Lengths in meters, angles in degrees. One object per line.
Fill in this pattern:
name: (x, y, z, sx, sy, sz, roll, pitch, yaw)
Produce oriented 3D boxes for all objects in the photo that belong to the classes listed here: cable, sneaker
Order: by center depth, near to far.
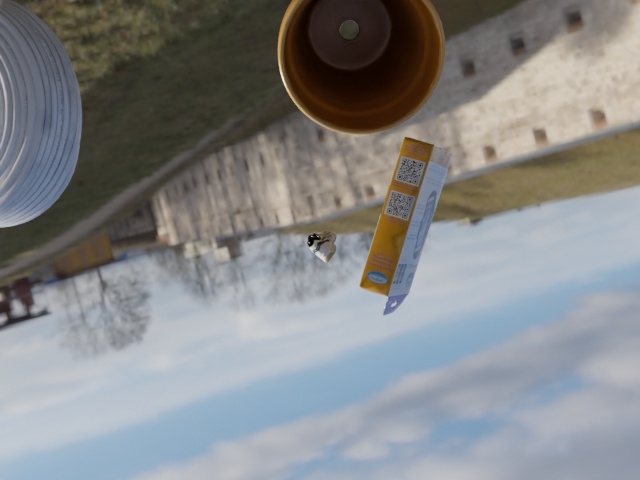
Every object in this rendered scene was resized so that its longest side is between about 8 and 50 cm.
cable: (-0.380, -0.140, 1.142, 0.257, 0.257, 0.089, 20, -172, 22)
sneaker: (0.000, 0.000, 1.407, 0.032, 0.037, 0.083, -55, -168, 10)

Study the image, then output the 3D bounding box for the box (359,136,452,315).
box: (0.065, -0.010, 0.820, 0.028, 0.136, 0.081, 20, -176, 16)

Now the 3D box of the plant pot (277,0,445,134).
plant pot: (0.046, -0.260, 1.355, 0.205, 0.205, 0.188, -15, -158, 3)

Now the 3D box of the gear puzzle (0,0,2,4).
gear puzzle: (-0.271, -0.097, 0.668, 0.339, 0.044, 0.175, -45, 179, 17)
